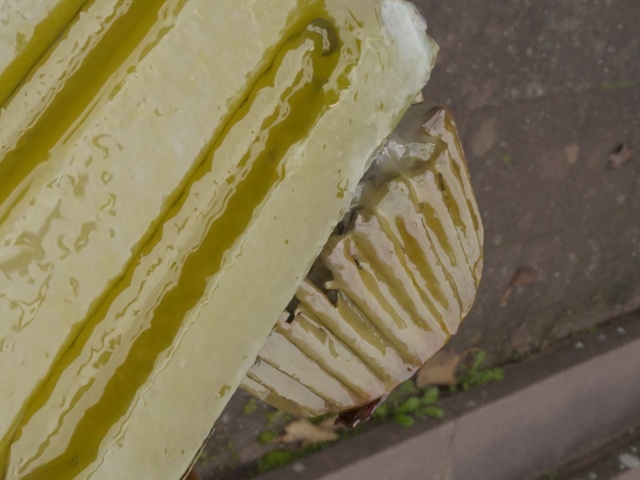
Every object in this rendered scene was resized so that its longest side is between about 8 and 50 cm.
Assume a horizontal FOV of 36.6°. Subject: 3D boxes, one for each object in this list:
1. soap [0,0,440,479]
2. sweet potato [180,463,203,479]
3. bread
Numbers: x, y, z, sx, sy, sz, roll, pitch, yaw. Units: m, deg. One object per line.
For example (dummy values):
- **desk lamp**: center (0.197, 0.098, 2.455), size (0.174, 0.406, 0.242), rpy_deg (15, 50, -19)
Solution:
- **soap**: center (-0.092, -0.030, 0.361), size (0.199, 0.091, 0.315), rpy_deg (48, 63, -35)
- **sweet potato**: center (-0.083, 0.219, 0.502), size (0.131, 0.337, 0.131), rpy_deg (-14, 130, -17)
- **bread**: center (0.000, 0.000, 0.703), size (0.274, 0.274, 0.149), rpy_deg (-44, 115, -11)
